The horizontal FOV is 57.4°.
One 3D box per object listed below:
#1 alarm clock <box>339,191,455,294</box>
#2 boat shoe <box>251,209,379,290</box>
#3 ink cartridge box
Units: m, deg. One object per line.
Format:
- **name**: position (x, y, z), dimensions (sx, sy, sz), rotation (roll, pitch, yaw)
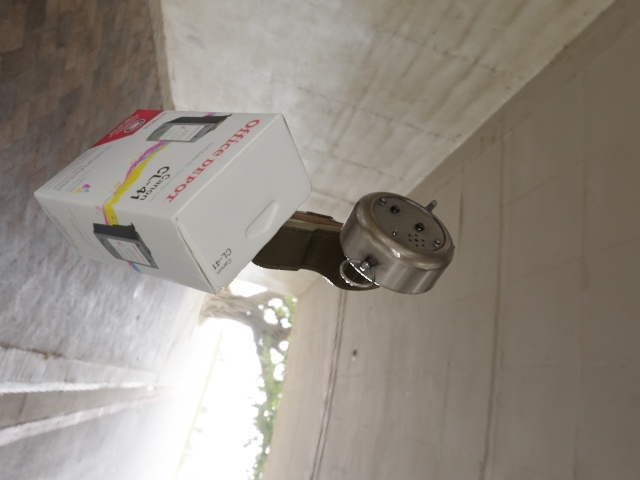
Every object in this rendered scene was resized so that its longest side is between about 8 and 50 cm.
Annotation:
- **alarm clock**: position (0.081, 0.005, 0.667), dimensions (0.192, 0.129, 0.064), rotation (-36, 159, -48)
- **boat shoe**: position (0.000, 0.000, 0.964), dimensions (0.110, 0.307, 0.104), rotation (-59, -140, 15)
- **ink cartridge box**: position (-0.202, -0.071, 0.804), dimensions (0.226, 0.306, 0.131), rotation (-52, 134, -33)
